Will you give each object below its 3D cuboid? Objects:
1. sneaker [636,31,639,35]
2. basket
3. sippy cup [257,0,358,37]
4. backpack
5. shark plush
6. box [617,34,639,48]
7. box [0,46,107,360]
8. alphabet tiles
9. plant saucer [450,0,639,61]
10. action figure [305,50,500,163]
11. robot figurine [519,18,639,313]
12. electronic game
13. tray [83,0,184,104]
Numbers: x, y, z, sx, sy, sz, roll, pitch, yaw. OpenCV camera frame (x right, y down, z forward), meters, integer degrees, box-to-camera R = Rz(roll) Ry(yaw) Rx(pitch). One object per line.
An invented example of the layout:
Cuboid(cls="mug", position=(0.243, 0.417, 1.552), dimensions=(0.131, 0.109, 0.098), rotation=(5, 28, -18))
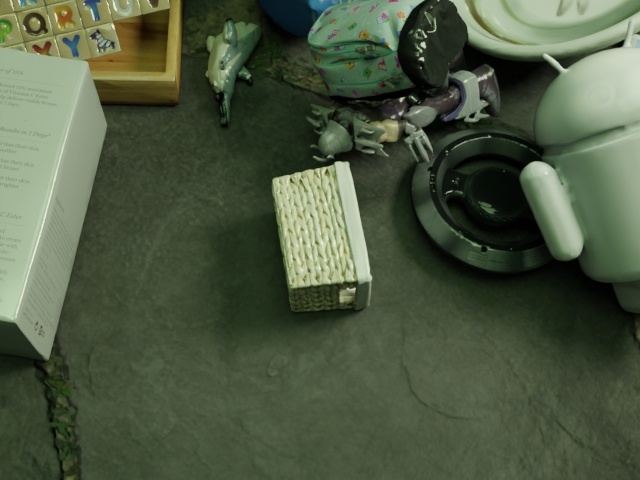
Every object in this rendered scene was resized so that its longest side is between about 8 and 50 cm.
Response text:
Cuboid(cls="sneaker", position=(0.627, -0.323, 1.388), dimensions=(0.323, 0.130, 0.236), rotation=(22, 69, 16))
Cuboid(cls="basket", position=(0.000, 0.000, 1.233), dimensions=(0.103, 0.113, 0.167), rotation=(-8, 68, -2))
Cuboid(cls="sippy cup", position=(0.016, -0.403, 1.340), dimensions=(0.224, 0.240, 0.305), rotation=(-41, 69, -15))
Cuboid(cls="backpack", position=(0.076, -0.243, 1.226), dimensions=(0.182, 0.115, 0.152), rotation=(-1, 37, 36))
Cuboid(cls="shark plush", position=(-0.118, -0.239, 1.362), dimensions=(0.067, 0.073, 0.161), rotation=(17, 58, -29))
Cuboid(cls="box", position=(0.493, -0.186, 1.342), dimensions=(0.203, 0.103, 0.114), rotation=(17, 67, 4))
Cuboid(cls="box", position=(-0.414, -0.049, 1.200), dimensions=(0.215, 0.168, 0.345), rotation=(9, 67, 1))
Cuboid(cls="alphabet tiles", position=(-0.327, -0.336, 1.277), dimensions=(0.237, 0.009, 0.198), rotation=(-16, 102, -9))
Cuboid(cls="plant saucer", position=(0.366, -0.389, 1.373), dimensions=(0.401, 0.100, 0.400), rotation=(-17, 52, 23))
Cuboid(cls="action figure", position=(0.105, -0.166, 1.293), dimensions=(0.285, 0.099, 0.185), rotation=(-29, 45, -26))
Cuboid(cls="robot figurine", position=(0.386, -0.084, 1.203), dimensions=(0.300, 0.200, 0.353), rotation=(-23, 98, -20))
Cuboid(cls="electronic game", position=(0.234, -0.056, 1.302), dimensions=(0.229, 0.048, 0.229), rotation=(3, 59, -5))
Cuboid(cls="tray", position=(-0.401, -0.294, 1.358), dimensions=(0.411, 0.076, 0.202), rotation=(0, 67, -2))
